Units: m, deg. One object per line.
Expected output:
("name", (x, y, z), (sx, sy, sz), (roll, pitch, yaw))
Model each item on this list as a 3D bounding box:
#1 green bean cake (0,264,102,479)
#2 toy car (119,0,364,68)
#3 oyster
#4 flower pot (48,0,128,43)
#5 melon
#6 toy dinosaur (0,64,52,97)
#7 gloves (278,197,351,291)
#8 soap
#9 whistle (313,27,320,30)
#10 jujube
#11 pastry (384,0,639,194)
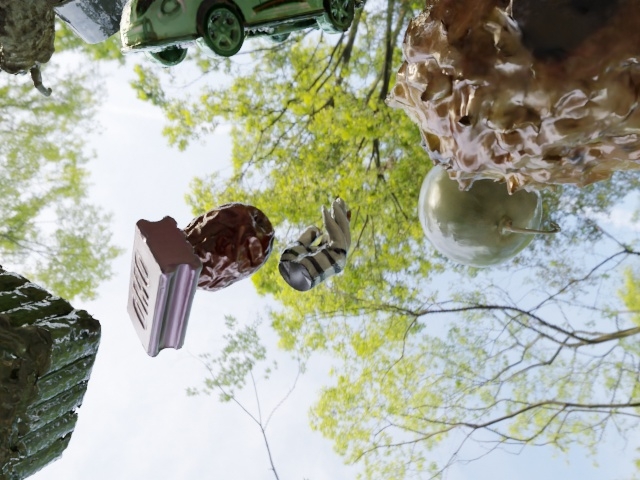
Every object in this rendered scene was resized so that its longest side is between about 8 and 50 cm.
("green bean cake", (-0.326, 0.128, 0.477), (0.181, 0.094, 0.173), (24, -82, 10))
("toy car", (-0.087, -0.281, 0.567), (0.305, 0.125, 0.136), (-28, -151, -38))
("oyster", (-0.521, -0.374, 0.859), (0.124, 0.064, 0.178), (-16, -99, -11))
("flower pot", (-0.441, -0.513, 1.025), (0.229, 0.108, 0.103), (-24, -119, 12))
("melon", (0.343, -0.070, 1.098), (0.271, 0.308, 0.272), (1, -85, 9))
("toy dinosaur", (-0.682, -0.453, 1.109), (0.077, 0.162, 0.294), (-19, -112, -6))
("gloves", (0.011, 0.010, 1.067), (0.218, 0.140, 0.131), (-37, -95, -36))
("soap", (-0.252, 0.074, 0.781), (0.065, 0.203, 0.122), (-12, -132, -37))
("whistle", (0.017, -0.453, 0.836), (0.039, 0.186, 0.039), (19, -150, -12))
("jujube", (-0.219, 0.018, 1.081), (0.250, 0.174, 0.174), (-32, -119, 22))
("pastry", (0.238, -0.228, 0.394), (0.336, 0.292, 0.406), (13, -85, 20))
